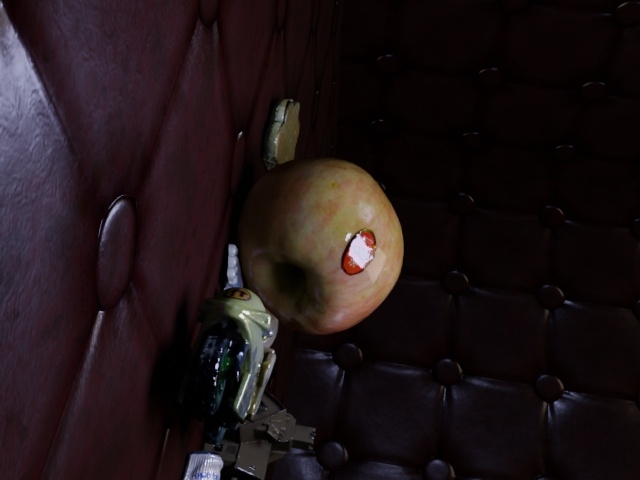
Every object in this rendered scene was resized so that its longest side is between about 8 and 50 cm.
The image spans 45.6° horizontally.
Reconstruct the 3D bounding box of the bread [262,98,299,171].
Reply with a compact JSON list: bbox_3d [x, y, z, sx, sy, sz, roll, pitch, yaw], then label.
[{"bbox_3d":[-0.102,-0.277,2.014,0.286,0.056,0.207,82,20,-75],"label":"bread"}]

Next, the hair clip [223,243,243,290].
[{"bbox_3d":[-0.200,0.130,1.642,0.140,0.054,0.220,74,20,-67],"label":"hair clip"}]

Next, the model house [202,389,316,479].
[{"bbox_3d":[-0.136,0.461,1.759,0.211,0.243,0.204,95,5,-46],"label":"model house"}]

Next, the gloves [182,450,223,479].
[{"bbox_3d":[-0.250,0.537,1.529,0.119,0.097,0.229,36,63,-51],"label":"gloves"}]

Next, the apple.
[{"bbox_3d":[0.000,0.000,1.732,0.346,0.391,0.391,-48,152,-45],"label":"apple"}]

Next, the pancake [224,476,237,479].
[{"bbox_3d":[-0.235,0.716,2.037,0.387,0.082,0.387,10,90,-90],"label":"pancake"}]

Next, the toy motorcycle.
[{"bbox_3d":[-0.176,0.233,1.393,0.410,0.168,0.237,102,5,-64],"label":"toy motorcycle"}]

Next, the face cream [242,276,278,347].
[{"bbox_3d":[-0.155,0.160,2.003,0.349,0.081,0.174,92,8,-53],"label":"face cream"}]
